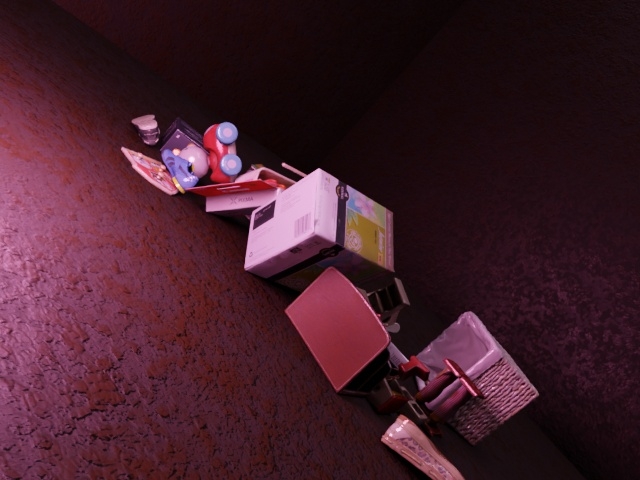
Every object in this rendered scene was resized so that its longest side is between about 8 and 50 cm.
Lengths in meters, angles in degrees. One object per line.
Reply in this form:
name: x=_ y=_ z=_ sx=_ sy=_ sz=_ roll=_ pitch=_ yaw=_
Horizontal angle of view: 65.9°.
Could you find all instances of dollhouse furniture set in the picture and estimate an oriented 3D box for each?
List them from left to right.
dollhouse furniture set: x=0.171 y=0.194 z=1.730 sx=0.242 sy=0.161 sz=0.212 roll=24 pitch=39 yaw=-44
dollhouse furniture set: x=0.323 y=0.462 z=1.470 sx=0.374 sy=0.201 sz=0.152 roll=30 pitch=17 yaw=-52

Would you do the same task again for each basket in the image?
basket: x=0.560 y=0.502 z=1.833 sx=0.266 sy=0.331 sz=0.328 roll=43 pitch=11 yaw=-11

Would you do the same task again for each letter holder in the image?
letter holder: x=0.079 y=0.246 z=1.387 sx=0.152 sy=0.214 sz=0.302 roll=30 pitch=17 yaw=-51

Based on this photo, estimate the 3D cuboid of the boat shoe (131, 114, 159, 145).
boat shoe: x=-0.629 y=-0.404 z=1.789 sx=0.233 sy=0.084 sz=0.079 roll=-133 pitch=-151 yaw=-55

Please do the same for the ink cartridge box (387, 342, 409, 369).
ink cartridge box: x=0.264 y=0.425 z=1.863 sx=0.181 sy=0.056 sz=0.224 roll=47 pitch=-7 yaw=20

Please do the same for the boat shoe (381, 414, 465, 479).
boat shoe: x=0.272 y=0.569 z=1.230 sx=0.285 sy=0.089 sz=0.104 roll=47 pitch=-15 yaw=8

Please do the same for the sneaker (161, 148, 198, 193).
sneaker: x=-0.452 y=-0.238 z=1.606 sx=0.209 sy=0.082 sz=0.069 roll=54 pitch=1 yaw=36

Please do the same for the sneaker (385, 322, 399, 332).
sneaker: x=0.247 y=0.343 z=2.055 sx=0.152 sy=0.058 sz=0.085 roll=16 pitch=-4 yaw=-22

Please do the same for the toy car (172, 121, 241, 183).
toy car: x=-0.414 y=-0.295 z=1.715 sx=0.219 sy=0.238 sz=0.210 roll=-179 pitch=-98 yaw=-71

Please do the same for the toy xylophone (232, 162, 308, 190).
toy xylophone: x=-0.141 y=-0.178 z=1.730 sx=0.323 sy=0.236 sz=0.081 roll=16 pitch=69 yaw=-39

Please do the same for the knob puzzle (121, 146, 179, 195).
knob puzzle: x=-0.508 y=-0.212 z=1.544 sx=0.213 sy=0.030 sz=0.213 roll=42 pitch=10 yaw=-9

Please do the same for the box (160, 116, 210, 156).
box: x=-0.516 y=-0.364 z=1.889 sx=0.153 sy=0.108 sz=0.207 roll=38 pitch=12 yaw=-27

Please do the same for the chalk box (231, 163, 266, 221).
chalk box: x=-0.206 y=-0.147 z=1.987 sx=0.289 sy=0.180 sz=0.179 roll=44 pitch=11 yaw=-3

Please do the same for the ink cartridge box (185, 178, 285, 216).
ink cartridge box: x=-0.252 y=-0.130 z=1.591 sx=0.239 sy=0.275 sz=0.060 roll=13 pitch=74 yaw=-68

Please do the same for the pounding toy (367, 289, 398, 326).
pounding toy: x=0.199 y=0.302 z=1.915 sx=0.206 sy=0.094 sz=0.181 roll=-12 pitch=40 yaw=-32

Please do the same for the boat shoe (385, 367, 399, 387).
boat shoe: x=0.175 y=0.405 z=1.508 sx=0.207 sy=0.073 sz=0.073 roll=28 pitch=20 yaw=-50

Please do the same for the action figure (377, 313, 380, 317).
action figure: x=0.156 y=0.229 z=1.383 sx=0.115 sy=0.030 sz=0.038 roll=88 pitch=-23 yaw=-64

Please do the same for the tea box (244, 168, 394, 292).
tea box: x=0.000 y=0.000 z=1.506 sx=0.324 sy=0.329 sz=0.219 roll=24 pitch=55 yaw=-34
